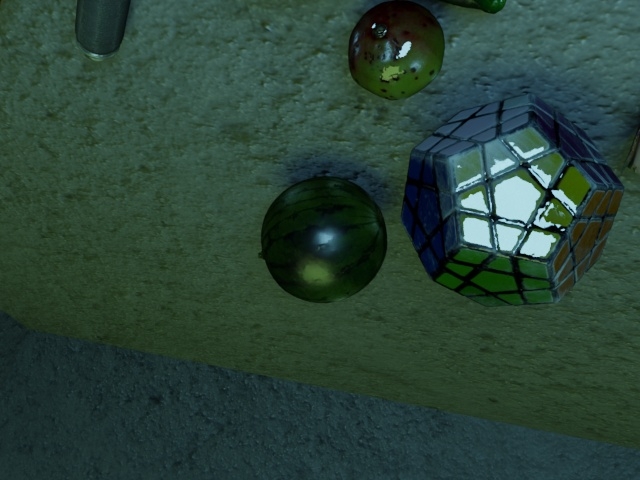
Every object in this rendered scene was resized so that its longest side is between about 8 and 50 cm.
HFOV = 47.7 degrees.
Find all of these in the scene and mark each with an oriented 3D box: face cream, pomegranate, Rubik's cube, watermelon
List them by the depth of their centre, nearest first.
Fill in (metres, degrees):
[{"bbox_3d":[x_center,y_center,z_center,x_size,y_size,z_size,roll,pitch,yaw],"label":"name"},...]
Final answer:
[{"bbox_3d":[0.108,-0.253,0.956,0.129,0.159,0.129,9,111,26],"label":"pomegranate"},{"bbox_3d":[-0.309,-0.348,1.035,0.073,0.073,0.283,22,154,-13],"label":"face cream"},{"bbox_3d":[0.275,-0.055,1.068,0.264,0.319,0.319,-5,160,-18],"label":"Rubik's cube"},{"bbox_3d":[0.005,-0.001,1.360,0.242,0.242,0.242,13,154,6],"label":"watermelon"}]

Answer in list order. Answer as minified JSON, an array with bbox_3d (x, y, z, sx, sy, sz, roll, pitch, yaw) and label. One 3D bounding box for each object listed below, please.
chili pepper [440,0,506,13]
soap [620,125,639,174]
[{"bbox_3d":[0.124,-0.327,0.845,0.216,0.062,0.108,19,154,-11],"label":"chili pepper"},{"bbox_3d":[0.555,-0.138,0.937,0.273,0.098,0.218,11,161,14],"label":"soap"}]
